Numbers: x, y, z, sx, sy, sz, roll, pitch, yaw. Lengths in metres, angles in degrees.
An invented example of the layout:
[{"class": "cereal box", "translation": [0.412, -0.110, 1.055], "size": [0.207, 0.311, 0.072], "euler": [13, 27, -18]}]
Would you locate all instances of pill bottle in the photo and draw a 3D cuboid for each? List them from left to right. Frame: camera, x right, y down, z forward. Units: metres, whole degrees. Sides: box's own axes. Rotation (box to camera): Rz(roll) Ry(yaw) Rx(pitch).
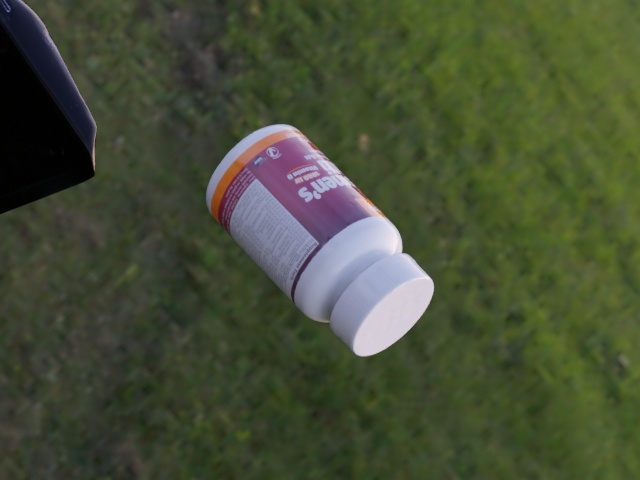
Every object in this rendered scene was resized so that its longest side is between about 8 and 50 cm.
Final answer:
[{"class": "pill bottle", "translation": [0.000, 0.000, 1.800], "size": [0.221, 0.121, 0.121], "euler": [46, 25, 26]}]

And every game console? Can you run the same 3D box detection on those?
[{"class": "game console", "translation": [-0.317, -0.090, 1.303], "size": [0.213, 0.361, 0.044], "euler": [56, 41, -18]}]
